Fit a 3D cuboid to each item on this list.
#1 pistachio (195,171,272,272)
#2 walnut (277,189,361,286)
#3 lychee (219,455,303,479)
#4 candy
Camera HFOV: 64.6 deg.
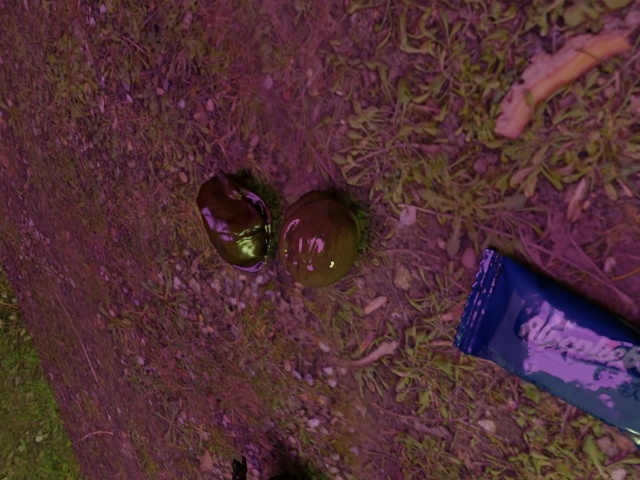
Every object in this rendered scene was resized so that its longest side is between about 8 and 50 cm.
[{"bbox_3d":[-0.165,-0.030,0.984,0.165,0.130,0.210,-8,111,37],"label":"pistachio"},{"bbox_3d":[0.000,0.000,0.862,0.166,0.149,0.166,180,90,-67],"label":"walnut"},{"bbox_3d":[-0.100,0.665,1.139,0.270,0.270,0.320,-8,136,40],"label":"lychee"},{"bbox_3d":[0.348,0.159,0.698,0.331,0.077,0.187,27,116,26],"label":"candy"}]
